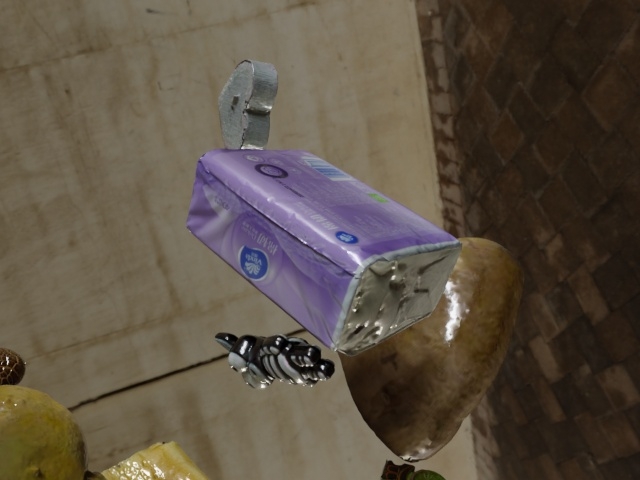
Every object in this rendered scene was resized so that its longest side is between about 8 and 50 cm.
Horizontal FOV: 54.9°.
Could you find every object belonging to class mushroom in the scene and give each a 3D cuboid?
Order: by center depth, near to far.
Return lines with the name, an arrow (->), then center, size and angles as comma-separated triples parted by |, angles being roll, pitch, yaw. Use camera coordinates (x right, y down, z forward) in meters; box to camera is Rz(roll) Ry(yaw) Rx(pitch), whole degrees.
mushroom -> 0.234, 0.182, 1.181 | 0.224, 0.397, 0.314 | 41, -166, -20
mushroom -> -0.803, 0.320, 1.536 | 0.109, 0.126, 0.085 | 28, 113, 21

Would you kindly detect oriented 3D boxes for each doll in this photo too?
doll -> -0.068, 0.165, 0.845 | 0.219, 0.067, 0.091 | -7, 133, 51

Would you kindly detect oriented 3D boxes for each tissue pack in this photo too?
tissue pack -> 0.000, 0.000, 0.891 | 0.338, 0.242, 0.160 | 36, 120, 34

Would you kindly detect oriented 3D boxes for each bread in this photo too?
bread -> -0.397, 0.748, 1.513 | 0.394, 0.361, 0.250 | 32, 129, 32

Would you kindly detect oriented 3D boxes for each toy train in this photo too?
toy train -> 0.172, 0.565, 1.226 | 0.296, 0.160, 0.100 | -48, -36, -69

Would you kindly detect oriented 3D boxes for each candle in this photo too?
candle -> -0.152, -0.265, 1.232 | 0.168, 0.068, 0.192 | 36, 117, 54

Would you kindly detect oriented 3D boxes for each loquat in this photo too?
loquat -> -0.315, 0.236, 0.620 | 0.149, 0.204, 0.172 | -48, 33, 39
